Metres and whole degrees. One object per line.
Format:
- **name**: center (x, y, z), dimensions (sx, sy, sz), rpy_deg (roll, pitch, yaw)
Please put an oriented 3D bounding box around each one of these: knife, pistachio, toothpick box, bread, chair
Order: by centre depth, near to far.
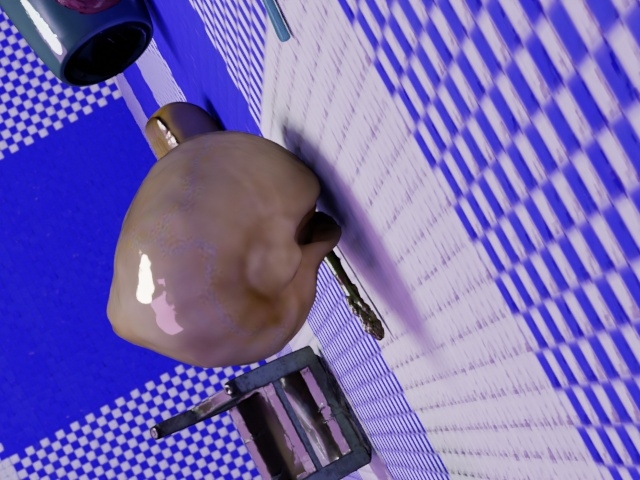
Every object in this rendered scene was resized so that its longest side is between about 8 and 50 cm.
- **knife**: center (-0.035, -0.132, 0.771), dimensions (0.091, 0.005, 0.014), rpy_deg (65, 172, -23)
- **pistachio**: center (-0.064, 0.000, 0.969), dimensions (0.200, 0.145, 0.117), rpy_deg (-112, -4, -68)
- **bread**: center (-0.111, -0.083, 1.433), dimensions (0.082, 0.056, 0.115), rpy_deg (61, 168, 0)
- **toothpick box**: center (-0.229, -0.230, 1.474), dimensions (0.184, 0.120, 0.120), rpy_deg (57, 173, 19)
- **chair**: center (-0.020, 0.190, 1.696), dimensions (0.270, 0.147, 0.136), rpy_deg (-16, -103, -51)

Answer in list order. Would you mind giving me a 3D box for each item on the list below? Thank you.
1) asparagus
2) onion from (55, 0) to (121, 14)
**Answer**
- **asparagus**: center (0.000, 0.000, 1.059), dimensions (0.166, 0.016, 0.013), rpy_deg (59, 141, 32)
- **onion**: center (-0.113, -0.174, 0.870), dimensions (0.104, 0.115, 0.115), rpy_deg (16, -164, -23)
